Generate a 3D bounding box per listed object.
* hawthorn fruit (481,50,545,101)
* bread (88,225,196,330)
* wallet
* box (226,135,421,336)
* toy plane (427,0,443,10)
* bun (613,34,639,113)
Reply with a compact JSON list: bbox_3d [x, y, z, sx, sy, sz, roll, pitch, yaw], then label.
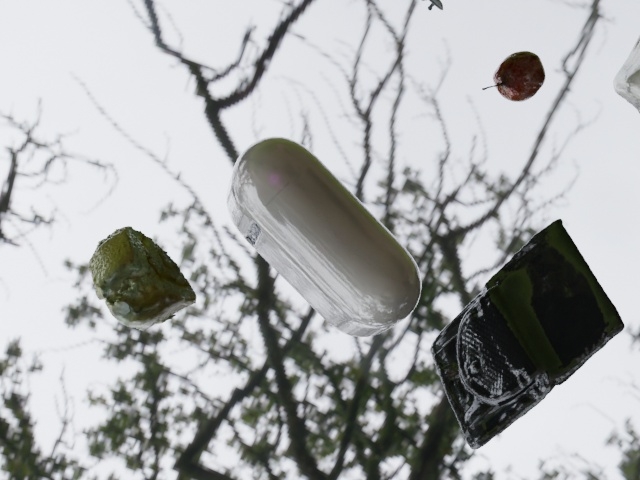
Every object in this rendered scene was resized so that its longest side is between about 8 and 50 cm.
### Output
[{"bbox_3d":[0.253,-0.213,1.536,0.067,0.066,0.103,41,-139,23],"label":"hawthorn fruit"},{"bbox_3d":[-0.239,0.069,1.557,0.156,0.103,0.110,48,-168,-24],"label":"bread"},{"bbox_3d":[0.311,0.148,1.841,0.041,0.323,0.247,27,-152,-39],"label":"wallet"},{"bbox_3d":[-0.001,0.001,1.796,0.141,0.288,0.349,-44,-92,-12],"label":"box"},{"bbox_3d":[0.133,-0.332,1.533,0.084,0.024,0.078,58,-159,13],"label":"toy plane"},{"bbox_3d":[0.485,-0.216,1.557,0.175,0.263,0.263,-9,-140,0],"label":"bun"}]
